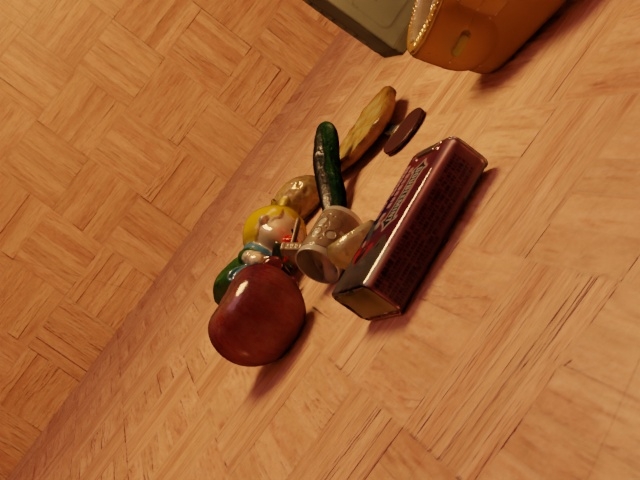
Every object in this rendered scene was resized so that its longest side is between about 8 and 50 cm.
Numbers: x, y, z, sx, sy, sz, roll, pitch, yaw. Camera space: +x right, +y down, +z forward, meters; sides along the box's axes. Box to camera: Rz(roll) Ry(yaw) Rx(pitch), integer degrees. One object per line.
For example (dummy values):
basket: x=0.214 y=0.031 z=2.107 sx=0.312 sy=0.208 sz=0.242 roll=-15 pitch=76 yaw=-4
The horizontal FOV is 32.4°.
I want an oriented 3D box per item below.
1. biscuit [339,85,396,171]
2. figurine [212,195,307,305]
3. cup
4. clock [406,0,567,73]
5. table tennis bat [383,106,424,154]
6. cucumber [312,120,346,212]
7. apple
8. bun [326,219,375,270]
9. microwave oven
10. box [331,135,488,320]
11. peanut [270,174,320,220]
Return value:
biscuit: x=0.079 y=-0.198 z=2.020 sx=0.203 sy=0.041 sz=0.260 roll=-53 pitch=8 yaw=-11
figurine: x=-0.076 y=0.013 z=1.850 sx=0.234 sy=0.127 sz=0.185 roll=-49 pitch=12 yaw=-33
cup: x=0.005 y=0.006 z=1.629 sx=0.102 sy=0.074 sz=0.099 roll=-10 pitch=38 yaw=43
clock: x=0.239 y=-0.374 z=1.555 sx=0.317 sy=0.200 sz=0.244 roll=122 pitch=168 yaw=-50
table tennis bat: x=0.134 y=-0.184 z=1.851 sx=0.095 sy=0.014 sz=0.158 roll=-54 pitch=12 yaw=0
cucumber: x=0.015 y=-0.114 z=1.903 sx=0.056 sy=0.056 sz=0.284 roll=-46 pitch=30 yaw=31
apple: x=-0.090 y=0.112 z=1.602 sx=0.153 sy=0.120 sz=0.153 roll=-56 pitch=9 yaw=13
bun: x=0.054 y=0.012 z=1.489 sx=0.086 sy=0.054 sz=0.086 roll=-33 pitch=-7 yaw=-5
microwave oven: x=0.152 y=-0.618 z=2.411 sx=0.355 sy=0.286 sz=0.218 roll=-57 pitch=10 yaw=1
box: x=0.106 y=-0.013 z=1.326 sx=0.224 sy=0.069 sz=0.120 roll=-58 pitch=13 yaw=-21
peanut: x=-0.066 y=-0.046 z=2.064 sx=0.192 sy=0.089 sz=0.089 roll=-53 pitch=12 yaw=1
